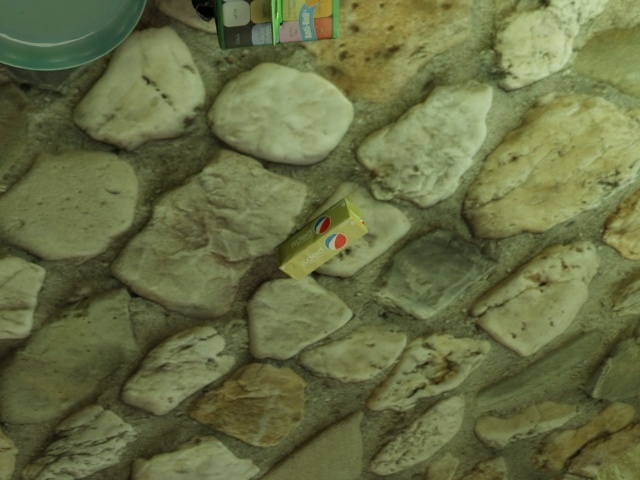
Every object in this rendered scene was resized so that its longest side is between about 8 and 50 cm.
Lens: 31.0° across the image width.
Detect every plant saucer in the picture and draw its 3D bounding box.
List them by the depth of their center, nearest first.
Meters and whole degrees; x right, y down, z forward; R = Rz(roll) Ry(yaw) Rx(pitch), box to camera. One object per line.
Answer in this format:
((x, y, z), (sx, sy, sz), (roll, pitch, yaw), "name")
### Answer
((-0.420, -0.399, 1.746), (0.317, 0.044, 0.318), (-7, 135, -7), "plant saucer")

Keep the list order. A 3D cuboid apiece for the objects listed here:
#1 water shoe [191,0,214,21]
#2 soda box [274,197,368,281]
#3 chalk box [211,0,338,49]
((-0.101, -0.375, 1.825), (0.203, 0.080, 0.073), (-7, 135, -9), "water shoe")
((0.000, 0.000, 2.233), (0.181, 0.058, 0.061), (-36, 132, 18), "soda box")
((-0.071, -0.397, 1.665), (0.179, 0.289, 0.180), (-7, 135, -8), "chalk box")
